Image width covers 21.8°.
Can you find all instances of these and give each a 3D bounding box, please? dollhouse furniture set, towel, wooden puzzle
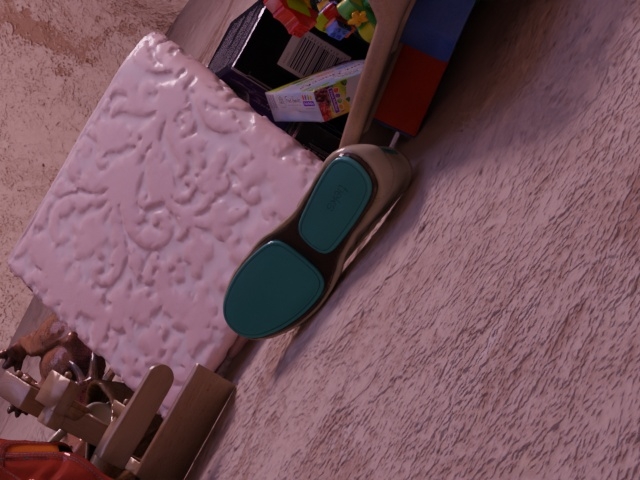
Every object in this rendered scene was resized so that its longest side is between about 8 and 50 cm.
[{"bbox_3d":[-0.203,0.146,1.637,0.151,0.144,0.123,23,81,45],"label":"dollhouse furniture set"},{"bbox_3d":[-0.159,-0.015,1.754,0.332,0.053,0.317,40,103,35],"label":"towel"},{"bbox_3d":[0.119,-0.247,1.460,0.348,0.080,0.322,95,-160,-69],"label":"wooden puzzle"}]

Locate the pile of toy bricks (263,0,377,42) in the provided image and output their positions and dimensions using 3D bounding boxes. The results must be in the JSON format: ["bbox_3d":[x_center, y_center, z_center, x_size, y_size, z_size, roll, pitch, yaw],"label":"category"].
[{"bbox_3d":[0.049,-0.226,1.635,0.118,0.212,0.105,-39,53,30],"label":"pile of toy bricks"}]

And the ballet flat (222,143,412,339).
[{"bbox_3d":[0.000,0.000,1.505,0.248,0.086,0.086,-48,17,37],"label":"ballet flat"}]

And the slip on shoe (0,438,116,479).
[{"bbox_3d":[-0.280,0.238,1.586,0.101,0.331,0.123,-51,-33,-38],"label":"slip on shoe"}]

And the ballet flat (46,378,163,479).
[{"bbox_3d":[-0.243,0.265,1.697,0.116,0.124,0.342,-51,15,39],"label":"ballet flat"}]

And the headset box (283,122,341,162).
[{"bbox_3d":[-0.004,-0.102,1.751,0.032,0.062,0.083,-60,13,1],"label":"headset box"}]

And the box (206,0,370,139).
[{"bbox_3d":[-0.037,-0.183,1.864,0.108,0.153,0.207,-63,12,-12],"label":"box"}]

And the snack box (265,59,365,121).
[{"bbox_3d":[0.015,-0.153,1.690,0.100,0.037,0.141,-24,13,-18],"label":"snack box"}]

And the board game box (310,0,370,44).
[{"bbox_3d":[0.012,-0.363,1.703,0.064,0.242,0.316,-61,-5,-35],"label":"board game box"}]

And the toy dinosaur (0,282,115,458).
[{"bbox_3d":[-0.296,0.146,2.021,0.200,0.127,0.295,-38,59,52],"label":"toy dinosaur"}]
